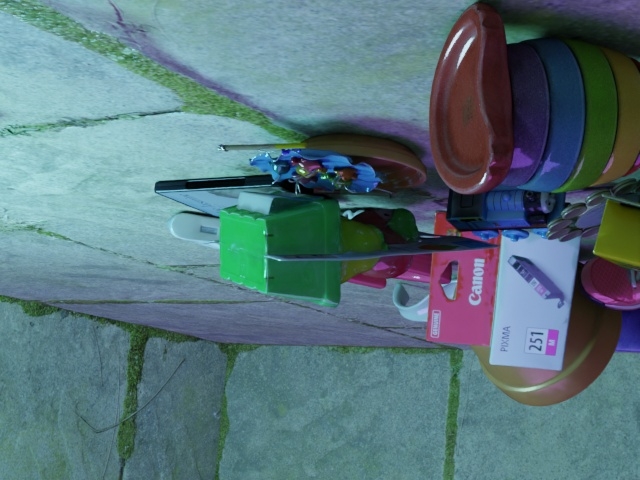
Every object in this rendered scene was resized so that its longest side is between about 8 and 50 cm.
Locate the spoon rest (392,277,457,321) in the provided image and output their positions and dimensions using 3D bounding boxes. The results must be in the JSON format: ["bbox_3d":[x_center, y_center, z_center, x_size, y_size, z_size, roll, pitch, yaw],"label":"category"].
[{"bbox_3d":[0.271,0.140,2.680,0.276,0.084,0.137,-3,130,45],"label":"spoon rest"}]

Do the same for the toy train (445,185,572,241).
[{"bbox_3d":[0.279,-0.046,1.773,0.184,0.080,0.105,-1,162,32],"label":"toy train"}]

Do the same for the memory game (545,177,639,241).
[{"bbox_3d":[0.403,-0.045,1.690,0.186,0.012,0.186,-18,161,-6],"label":"memory game"}]

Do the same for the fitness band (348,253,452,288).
[{"bbox_3d":[0.134,0.052,2.439,0.291,0.054,0.209,12,164,-38],"label":"fitness band"}]

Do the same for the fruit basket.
[{"bbox_3d":[0.036,-0.008,1.803,0.353,0.165,0.327,-10,-170,-24],"label":"fruit basket"}]

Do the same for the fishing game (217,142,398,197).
[{"bbox_3d":[-0.004,-0.084,1.607,0.189,0.041,0.264,3,170,27],"label":"fishing game"}]

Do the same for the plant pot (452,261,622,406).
[{"bbox_3d":[0.381,0.138,2.227,0.291,0.291,0.203,-6,148,46],"label":"plant pot"}]

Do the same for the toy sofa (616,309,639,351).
[{"bbox_3d":[0.531,0.151,2.493,0.363,0.150,0.177,2,170,17],"label":"toy sofa"}]

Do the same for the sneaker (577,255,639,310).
[{"bbox_3d":[0.612,0.048,2.093,0.314,0.116,0.136,-2,159,0],"label":"sneaker"}]

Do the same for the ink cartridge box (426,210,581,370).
[{"bbox_3d":[0.304,0.086,2.026,0.239,0.275,0.060,4,-149,5],"label":"ink cartridge box"}]

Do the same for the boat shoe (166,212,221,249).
[{"bbox_3d":[-0.198,-0.012,2.227,0.184,0.066,0.063,7,-177,-21],"label":"boat shoe"}]

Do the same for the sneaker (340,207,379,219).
[{"bbox_3d":[0.000,0.000,2.064,0.234,0.106,0.078,0,167,24],"label":"sneaker"}]

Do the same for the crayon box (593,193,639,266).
[{"bbox_3d":[0.488,0.013,1.605,0.202,0.081,0.318,16,180,24],"label":"crayon box"}]

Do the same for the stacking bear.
[{"bbox_3d":[0.268,-0.124,1.182,0.289,0.175,0.164,0,169,-14],"label":"stacking bear"}]

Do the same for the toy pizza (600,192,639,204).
[{"bbox_3d":[0.524,-0.036,1.825,0.201,0.032,0.201,5,169,1],"label":"toy pizza"}]

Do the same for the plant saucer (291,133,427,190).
[{"bbox_3d":[0.049,-0.109,1.656,0.200,0.037,0.200,6,170,1],"label":"plant saucer"}]

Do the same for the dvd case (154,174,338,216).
[{"bbox_3d":[-0.122,-0.072,1.973,0.253,0.022,0.180,-1,168,31],"label":"dvd case"}]
